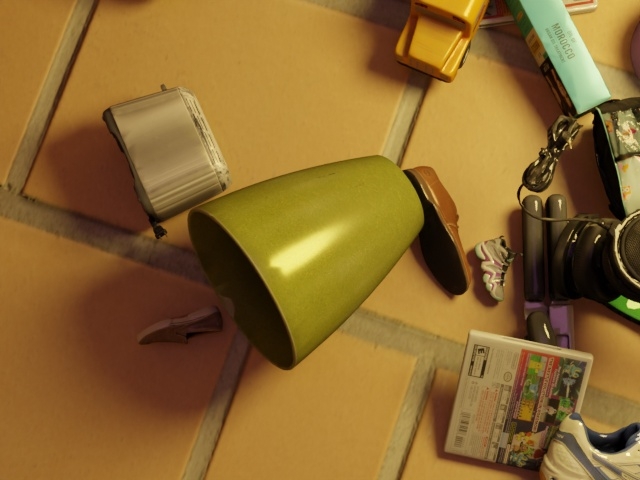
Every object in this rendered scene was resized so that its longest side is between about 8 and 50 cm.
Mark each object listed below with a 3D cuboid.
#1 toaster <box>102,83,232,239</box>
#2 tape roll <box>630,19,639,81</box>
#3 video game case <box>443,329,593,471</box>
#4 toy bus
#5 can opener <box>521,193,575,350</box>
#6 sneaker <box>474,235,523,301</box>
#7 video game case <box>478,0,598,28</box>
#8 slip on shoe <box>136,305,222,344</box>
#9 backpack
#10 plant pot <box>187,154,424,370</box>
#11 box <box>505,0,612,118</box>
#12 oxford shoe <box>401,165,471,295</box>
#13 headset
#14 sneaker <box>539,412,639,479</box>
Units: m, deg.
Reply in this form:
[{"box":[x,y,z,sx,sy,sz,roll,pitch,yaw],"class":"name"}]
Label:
[{"box":[-0.233,-0.131,1.857,0.146,0.129,0.227,-24,78,-4],"class":"toaster"},{"box":[0.589,-0.309,1.870,0.189,0.080,0.189,-1,78,3],"class":"tape roll"},{"box":[0.291,0.242,1.764,0.183,0.023,0.201,11,109,5],"class":"video game case"},{"box":[0.227,-0.421,1.859,0.108,0.130,0.332,24,82,7],"class":"toy bus"},{"box":[0.347,0.068,1.802,0.076,0.095,0.283,-2,86,2],"class":"can opener"},{"box":[0.282,0.040,1.829,0.069,0.038,0.098,-23,78,27],"class":"sneaker"},{"box":[0.293,-0.450,1.941,0.285,0.025,0.204,-8,79,1],"class":"video game case"},{"box":[-0.217,0.142,1.845,0.135,0.051,0.041,-18,76,-8],"class":"slip on shoe"},{"box":[0.489,-0.114,1.794,0.144,0.166,0.188,-6,81,12],"class":"backpack"},{"box":[0.000,0.000,1.769,0.293,0.275,0.274,-32,79,-19],"class":"plant pot"},{"box":[0.364,-0.309,1.856,0.060,0.100,0.244,-27,86,1],"class":"box"},{"box":[0.193,-0.020,1.846,0.076,0.076,0.212,-20,88,-41],"class":"oxford shoe"},{"box":[0.440,-0.001,1.701,0.394,0.243,0.185,36,72,-22],"class":"headset"},{"box":[0.472,0.335,1.712,0.297,0.112,0.131,14,104,-3],"class":"sneaker"}]
